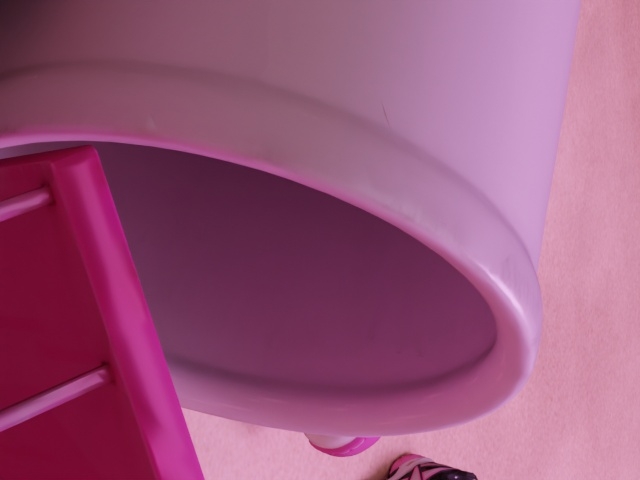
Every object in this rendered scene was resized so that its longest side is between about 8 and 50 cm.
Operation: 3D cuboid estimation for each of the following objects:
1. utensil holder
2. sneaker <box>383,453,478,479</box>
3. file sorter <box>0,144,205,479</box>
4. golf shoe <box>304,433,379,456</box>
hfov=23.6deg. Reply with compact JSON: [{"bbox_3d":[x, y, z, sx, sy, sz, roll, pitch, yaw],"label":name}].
[{"bbox_3d":[-0.014,-0.130,0.856,0.327,0.328,0.385,51,45,-49],"label":"utensil holder"},{"bbox_3d":[0.077,0.225,1.267,0.178,0.077,0.072,-38,122,-54],"label":"sneaker"},{"bbox_3d":[-0.160,0.134,0.593,0.182,0.202,0.290,-23,101,-31],"label":"file sorter"},{"bbox_3d":[0.000,0.000,1.113,0.140,0.115,0.306,21,66,-48],"label":"golf shoe"}]
